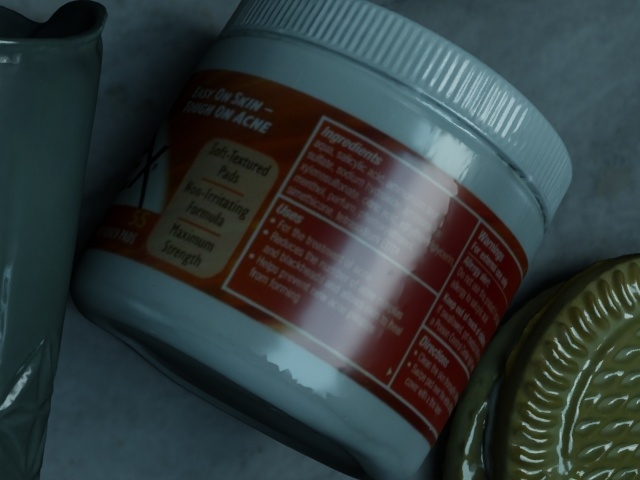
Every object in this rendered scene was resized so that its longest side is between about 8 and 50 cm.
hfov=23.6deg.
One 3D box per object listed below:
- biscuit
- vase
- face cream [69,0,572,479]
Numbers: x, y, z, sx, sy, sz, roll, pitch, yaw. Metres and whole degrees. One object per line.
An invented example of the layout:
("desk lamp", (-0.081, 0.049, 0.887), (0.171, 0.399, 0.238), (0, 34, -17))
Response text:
("biscuit", (0.191, 0.133, 0.974), (0.259, 0.079, 0.259), (-3, 96, -31))
("vase", (-0.188, 0.035, 0.698), (0.251, 0.156, 0.301), (-15, 109, -71))
("face cream", (0.000, 0.000, 0.783), (0.201, 0.201, 0.187), (36, 77, -27))
